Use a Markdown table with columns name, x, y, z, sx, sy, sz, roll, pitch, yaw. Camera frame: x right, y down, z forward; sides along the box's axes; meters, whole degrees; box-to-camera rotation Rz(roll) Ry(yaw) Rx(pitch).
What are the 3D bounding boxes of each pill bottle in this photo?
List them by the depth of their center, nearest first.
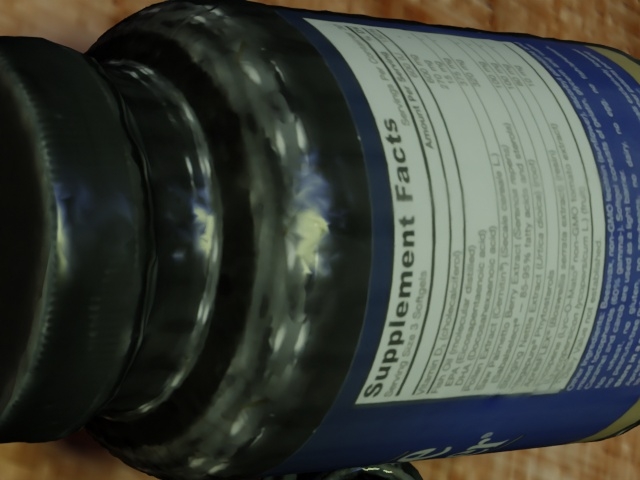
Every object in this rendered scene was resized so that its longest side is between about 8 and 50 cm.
| name | x | y | z | sx | sy | sz | roll | pitch | yaw |
| --- | --- | --- | --- | --- | --- | --- | --- | --- | --- |
| pill bottle | 0.000 | 0.000 | 0.443 | 0.219 | 0.122 | 0.123 | 0 | 80 | -39 |

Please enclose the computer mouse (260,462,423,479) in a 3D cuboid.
| name | x | y | z | sx | sy | sz | roll | pitch | yaw |
| --- | --- | --- | --- | --- | --- | --- | --- | --- | --- |
| computer mouse | 0.059 | 0.195 | 0.479 | 0.272 | 0.072 | 0.188 | 47 | 54 | -21 |
